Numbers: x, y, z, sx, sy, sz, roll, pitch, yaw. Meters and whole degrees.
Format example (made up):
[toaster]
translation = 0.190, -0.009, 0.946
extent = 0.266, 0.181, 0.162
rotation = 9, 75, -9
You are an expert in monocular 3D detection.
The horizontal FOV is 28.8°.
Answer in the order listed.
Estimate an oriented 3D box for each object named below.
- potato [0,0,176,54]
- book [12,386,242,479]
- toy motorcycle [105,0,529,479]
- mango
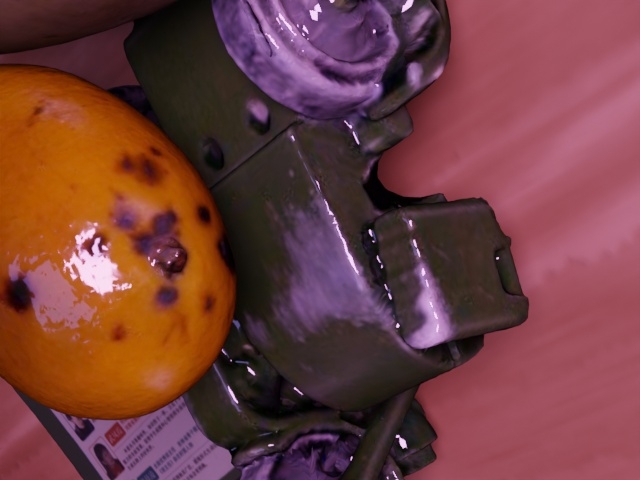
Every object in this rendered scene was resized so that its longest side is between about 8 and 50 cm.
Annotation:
[potato]
translation = -0.137, -0.184, 0.425
extent = 0.326, 0.221, 0.243
rotation = 4, 111, 40
[book]
translation = -0.101, 0.071, 0.684
extent = 0.264, 0.027, 0.202
rotation = 50, 136, 6
[toy motorcycle]
translation = 0.000, 0.000, 0.502
extent = 0.205, 0.127, 0.275
rotation = -33, 83, 44
[mango]
translation = -0.100, -0.006, 0.450
extent = 0.178, 0.090, 0.115
rotation = 35, 133, 43
